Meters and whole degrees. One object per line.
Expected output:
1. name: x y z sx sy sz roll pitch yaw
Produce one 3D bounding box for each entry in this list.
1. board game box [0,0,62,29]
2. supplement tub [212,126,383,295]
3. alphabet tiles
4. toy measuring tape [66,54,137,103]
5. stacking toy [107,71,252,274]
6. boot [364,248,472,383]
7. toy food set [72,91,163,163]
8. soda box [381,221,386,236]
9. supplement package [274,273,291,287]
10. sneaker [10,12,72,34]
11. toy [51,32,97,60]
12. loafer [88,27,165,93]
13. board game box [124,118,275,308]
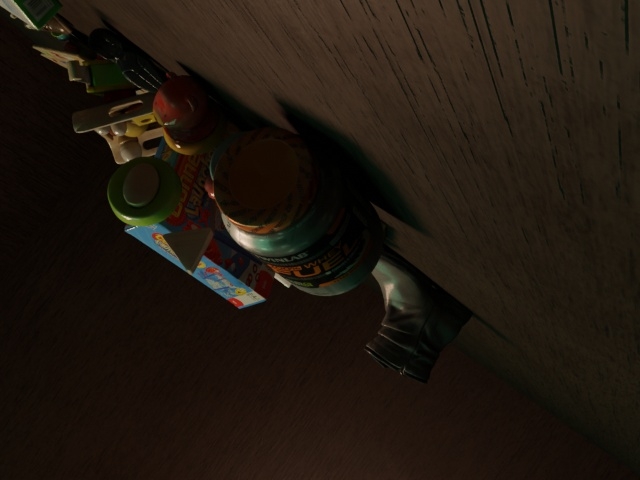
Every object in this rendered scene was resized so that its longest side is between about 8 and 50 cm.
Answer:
1. board game box: -0.613 -0.516 1.462 0.317 0.064 0.242 35 167 32
2. supplement tub: -0.031 -0.041 1.314 0.194 0.193 0.316 35 176 27
3. alphabet tiles: -0.583 -0.437 2.243 0.343 0.011 0.285 20 176 41
4. toy measuring tape: -0.421 -0.338 1.725 0.121 0.121 0.330 37 -177 -6
5. stacking toy: -0.222 -0.125 1.458 0.309 0.279 0.130 39 165 21
6. boot: 0.164 0.168 1.933 0.338 0.222 0.118 37 177 -9
7. toy food set: -0.384 -0.238 1.852 0.306 0.220 0.092 74 180 -84
8. soda box: 0.089 -0.011 1.658 0.061 0.058 0.181 36 177 8
9. supplement package: -0.068 0.005 2.200 0.134 0.139 0.244 36 -164 4
10. sneaker: -0.692 -0.543 2.108 0.188 0.071 0.066 35 176 25
11. toy: -0.637 -0.502 2.244 0.137 0.056 0.237 36 177 19
12. loafer: -0.371 -0.357 1.665 0.170 0.062 0.061 41 -162 -16
13. board game box: -0.199 -0.074 1.686 0.086 0.308 0.302 -18 136 40
